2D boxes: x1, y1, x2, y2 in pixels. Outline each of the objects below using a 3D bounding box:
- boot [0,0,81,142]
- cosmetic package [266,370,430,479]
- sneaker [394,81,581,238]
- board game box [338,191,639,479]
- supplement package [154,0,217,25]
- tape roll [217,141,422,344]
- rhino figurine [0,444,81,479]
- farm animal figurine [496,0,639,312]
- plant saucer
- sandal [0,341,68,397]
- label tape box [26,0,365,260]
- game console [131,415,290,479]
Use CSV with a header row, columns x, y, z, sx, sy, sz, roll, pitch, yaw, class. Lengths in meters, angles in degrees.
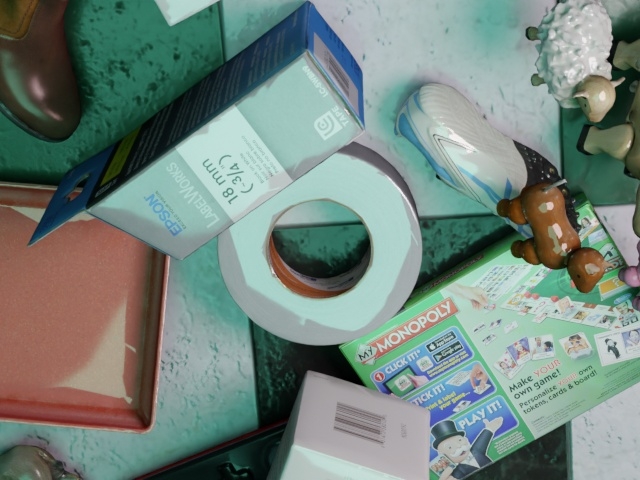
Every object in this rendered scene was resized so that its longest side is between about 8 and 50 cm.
x,y,z,sx,sy,sz,roll,pitch,yaw,class
-0.243,-0.240,1.591,0.280,0.096,0.264,-11,99,45,boot
-0.012,0.352,1.734,0.155,0.197,0.365,18,111,-2,cosmetic package
0.179,-0.069,1.706,0.237,0.085,0.086,43,142,1,sneaker
0.210,0.117,1.786,0.317,0.046,0.213,-30,103,11,board game box
-0.146,-0.359,1.599,0.139,0.134,0.244,-28,105,10,supplement package
0.000,0.000,1.742,0.219,0.072,0.219,1,107,2,tape roll
-0.389,0.319,1.853,0.243,0.073,0.106,-32,105,12,rhino figurine
0.361,-0.071,1.620,0.330,0.172,0.327,3,93,-27,farm animal figurine
-0.295,0.071,1.752,0.258,0.048,0.259,5,87,0,plant saucer
-0.351,0.160,1.805,0.219,0.060,0.090,-40,89,5,sandal
-0.117,-0.087,1.631,0.333,0.240,0.106,-34,105,12,label tape box
-0.016,0.392,1.873,0.342,0.060,0.386,-24,105,8,game console
